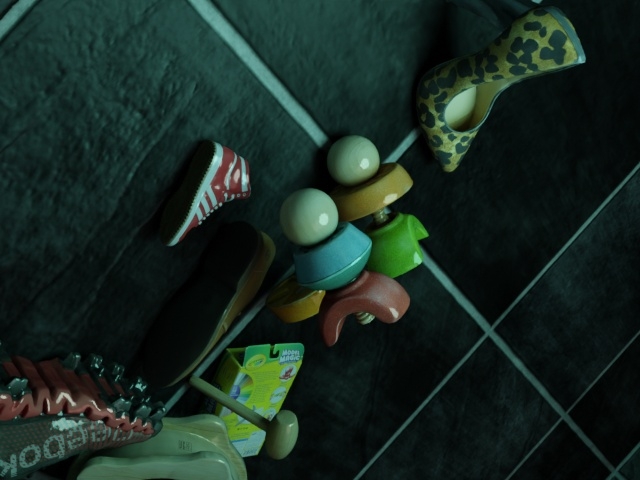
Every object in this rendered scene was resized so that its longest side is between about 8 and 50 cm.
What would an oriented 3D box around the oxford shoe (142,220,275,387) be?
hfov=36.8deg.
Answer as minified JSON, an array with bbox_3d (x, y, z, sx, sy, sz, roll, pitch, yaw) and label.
[{"bbox_3d":[-0.117,0.080,1.074,0.212,0.076,0.076,-52,151,5],"label":"oxford shoe"}]

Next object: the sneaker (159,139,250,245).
[{"bbox_3d":[-0.116,-0.041,0.992,0.067,0.042,0.118,19,106,-47],"label":"sneaker"}]

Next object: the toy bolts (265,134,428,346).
[{"bbox_3d":[0.000,0.000,1.054,0.218,0.228,0.159,-25,106,16],"label":"toy bolts"}]

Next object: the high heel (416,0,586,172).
[{"bbox_3d":[0.200,-0.153,1.084,0.093,0.186,0.261,-23,135,-29],"label":"high heel"}]

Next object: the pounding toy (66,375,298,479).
[{"bbox_3d":[-0.163,0.266,1.134,0.269,0.155,0.154,-1,120,-8],"label":"pounding toy"}]

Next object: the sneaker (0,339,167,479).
[{"bbox_3d":[-0.283,0.183,0.979,0.276,0.097,0.135,20,107,-48],"label":"sneaker"}]

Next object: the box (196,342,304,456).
[{"bbox_3d":[-0.095,0.198,1.219,0.105,0.043,0.179,3,122,-45],"label":"box"}]
